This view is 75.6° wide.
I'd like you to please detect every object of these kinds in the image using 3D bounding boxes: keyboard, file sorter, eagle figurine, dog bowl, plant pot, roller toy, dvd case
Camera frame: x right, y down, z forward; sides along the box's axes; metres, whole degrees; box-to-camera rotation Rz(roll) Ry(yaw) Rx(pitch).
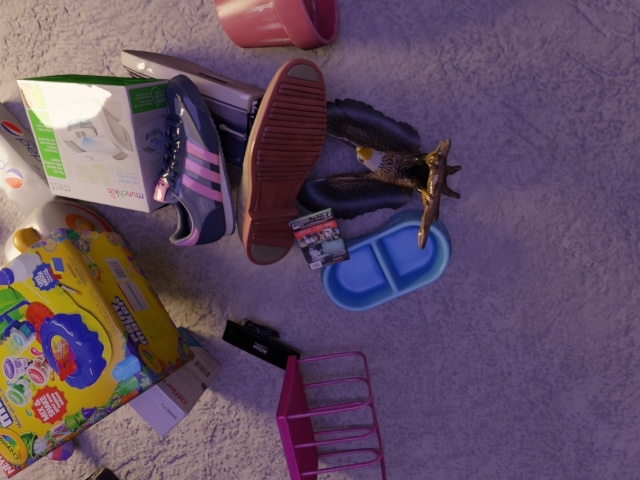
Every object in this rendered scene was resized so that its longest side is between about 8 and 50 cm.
[{"bbox_3d":[-0.132,0.235,0.969,0.192,0.038,0.100,25,126,1],"label":"keyboard"},{"bbox_3d":[0.035,0.413,0.874,0.182,0.202,0.290,-9,106,5],"label":"file sorter"},{"bbox_3d":[0.109,-0.145,0.802,0.226,0.298,0.225,-51,135,-22],"label":"eagle figurine"},{"bbox_3d":[0.135,0.050,0.872,0.297,0.074,0.165,-25,96,12],"label":"dog bowl"},{"bbox_3d":[-0.085,-0.444,0.761,0.180,0.201,0.201,-5,100,24],"label":"plant pot"},{"bbox_3d":[-0.546,0.012,0.892,0.146,0.191,0.209,-42,133,11],"label":"roller toy"},{"bbox_3d":[0.000,0.000,0.815,0.087,0.013,0.119,-18,118,10],"label":"dvd case"}]

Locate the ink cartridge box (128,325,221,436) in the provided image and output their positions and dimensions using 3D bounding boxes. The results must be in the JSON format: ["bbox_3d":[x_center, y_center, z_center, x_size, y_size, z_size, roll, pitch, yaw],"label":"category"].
[{"bbox_3d":[-0.328,0.301,0.912,0.086,0.203,0.148,-43,92,12],"label":"ink cartridge box"}]

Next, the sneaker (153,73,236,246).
[{"bbox_3d":[-0.252,-0.132,0.764,0.131,0.112,0.319,-25,118,-31],"label":"sneaker"}]

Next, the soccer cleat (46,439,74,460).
[{"bbox_3d":[-0.710,0.452,1.056,0.095,0.083,0.248,-38,91,8],"label":"soccer cleat"}]

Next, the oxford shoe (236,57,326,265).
[{"bbox_3d":[-0.101,-0.150,0.794,0.141,0.146,0.396,1,121,-34],"label":"oxford shoe"}]

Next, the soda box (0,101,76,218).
[{"bbox_3d":[-0.686,-0.180,0.928,0.098,0.091,0.286,-41,93,12],"label":"soda box"}]

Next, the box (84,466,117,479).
[{"bbox_3d":[-0.690,0.889,0.930,0.480,0.472,0.297,-41,94,12],"label":"box"}]

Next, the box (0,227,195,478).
[{"bbox_3d":[-0.437,0.177,0.723,0.279,0.177,0.290,-34,86,2],"label":"box"}]

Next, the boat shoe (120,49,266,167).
[{"bbox_3d":[-0.265,-0.269,0.847,0.341,0.127,0.158,25,119,13],"label":"boat shoe"}]

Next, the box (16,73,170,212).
[{"bbox_3d":[-0.415,-0.197,0.813,0.262,0.127,0.231,11,118,18],"label":"box"}]
